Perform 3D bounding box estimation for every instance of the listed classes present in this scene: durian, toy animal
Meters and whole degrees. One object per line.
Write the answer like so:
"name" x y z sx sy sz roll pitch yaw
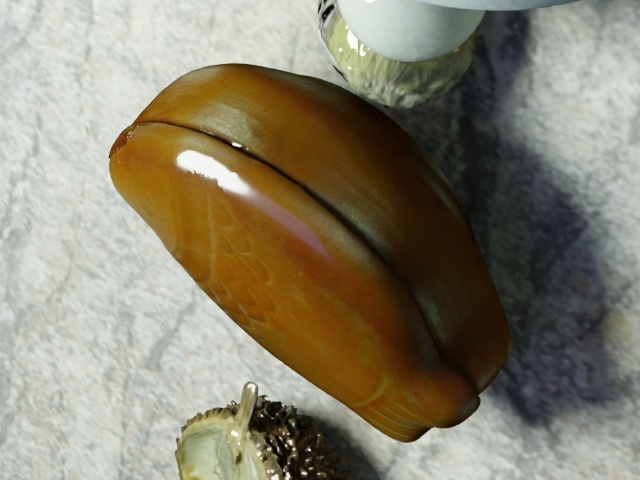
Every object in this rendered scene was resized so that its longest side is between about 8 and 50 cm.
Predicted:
"durian" -0.029 0.168 1.366 0.148 0.091 0.188 29 141 41
"toy animal" 0.041 -0.146 1.143 0.098 0.098 0.137 -1 97 40

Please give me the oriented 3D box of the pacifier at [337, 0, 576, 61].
"pacifier" 0.069 -0.192 1.001 0.233 0.244 0.299 102 148 -48

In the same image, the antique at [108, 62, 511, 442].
"antique" 0.000 0.000 1.191 0.278 0.129 0.223 40 158 1
